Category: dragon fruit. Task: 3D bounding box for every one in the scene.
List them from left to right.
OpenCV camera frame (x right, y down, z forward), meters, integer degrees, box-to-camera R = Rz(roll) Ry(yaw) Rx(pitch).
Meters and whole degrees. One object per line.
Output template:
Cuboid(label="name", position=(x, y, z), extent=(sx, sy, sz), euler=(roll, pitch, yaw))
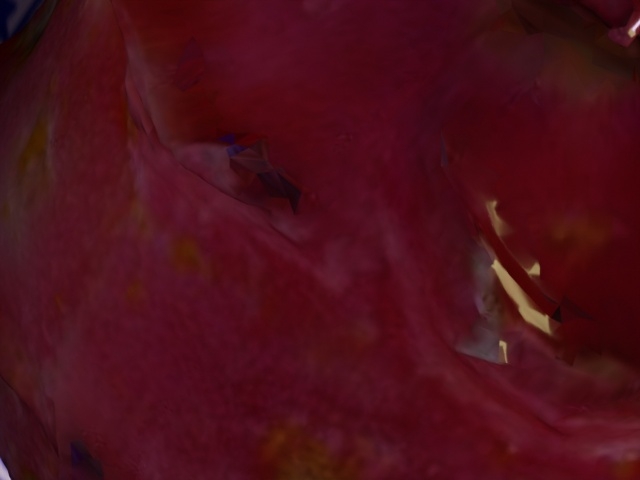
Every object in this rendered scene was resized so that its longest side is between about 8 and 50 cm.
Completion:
Cuboid(label="dragon fruit", position=(0.064, -0.032, 0.458), extent=(0.371, 0.386, 0.249), euler=(-48, 165, -29))
